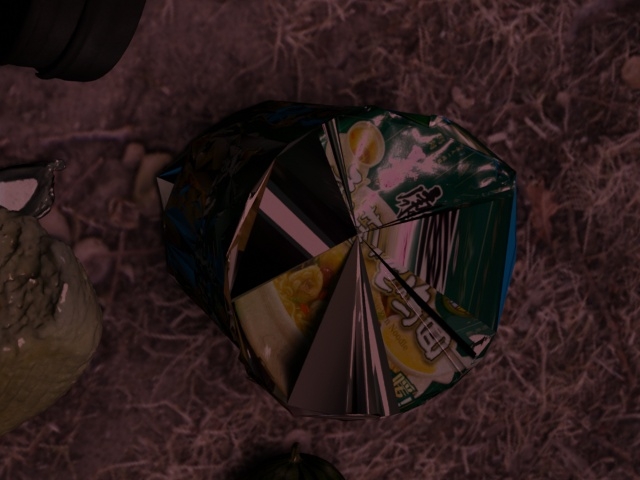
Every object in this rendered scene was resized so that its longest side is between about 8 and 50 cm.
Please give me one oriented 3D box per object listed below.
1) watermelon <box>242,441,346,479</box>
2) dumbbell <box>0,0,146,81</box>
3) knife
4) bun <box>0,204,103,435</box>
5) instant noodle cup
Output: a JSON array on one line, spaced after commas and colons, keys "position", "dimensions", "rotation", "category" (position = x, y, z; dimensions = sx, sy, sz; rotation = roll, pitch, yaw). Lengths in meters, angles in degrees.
[{"position": [-0.021, 0.209, 1.434], "dimensions": [0.109, 0.109, 0.109], "rotation": [-7, 105, -25], "category": "watermelon"}, {"position": [-0.264, -0.204, 1.159], "dimensions": [0.388, 0.185, 0.185], "rotation": [6, 100, -28], "category": "dumbbell"}, {"position": [-0.317, -0.016, 1.268], "dimensions": [0.296, 0.026, 0.044], "rotation": [-9, 104, -22], "category": "knife"}, {"position": [-0.255, 0.045, 1.243], "dimensions": [0.204, 0.126, 0.212], "rotation": [-38, 144, 22], "category": "bun"}, {"position": [0.000, 0.000, 1.343], "dimensions": [0.240, 0.178, 0.240], "rotation": [-7, 106, -25], "category": "instant noodle cup"}]
